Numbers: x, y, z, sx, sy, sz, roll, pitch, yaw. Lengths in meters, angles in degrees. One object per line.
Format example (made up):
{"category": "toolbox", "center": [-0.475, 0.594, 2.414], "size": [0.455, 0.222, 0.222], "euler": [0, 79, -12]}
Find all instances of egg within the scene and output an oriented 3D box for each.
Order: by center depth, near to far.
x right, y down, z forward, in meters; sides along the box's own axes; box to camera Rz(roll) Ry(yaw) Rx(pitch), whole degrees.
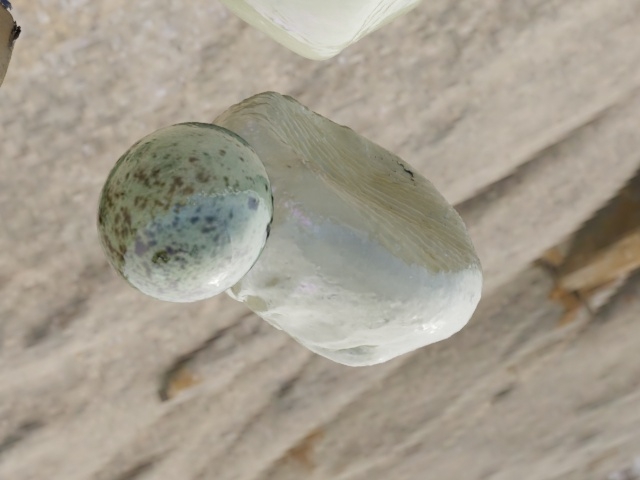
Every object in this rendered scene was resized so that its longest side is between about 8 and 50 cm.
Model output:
{"category": "egg", "center": [-0.065, -0.017, 0.779], "size": [0.085, 0.085, 0.110], "euler": [-31, -156, 29]}

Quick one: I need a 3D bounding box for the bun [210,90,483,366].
{"category": "bun", "center": [0.000, 0.000, 1.093], "size": [0.133, 0.231, 0.231], "euler": [-54, 154, 19]}

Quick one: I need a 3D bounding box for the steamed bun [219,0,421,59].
{"category": "steamed bun", "center": [-0.030, -0.375, 1.677], "size": [0.290, 0.371, 0.456], "euler": [-48, -175, -11]}

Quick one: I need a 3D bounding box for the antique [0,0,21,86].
{"category": "antique", "center": [-0.345, -0.085, 1.038], "size": [0.310, 0.087, 0.093], "euler": [-23, 128, 24]}
